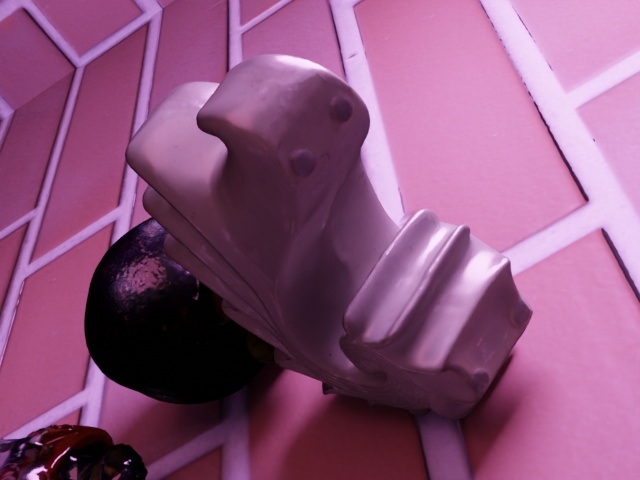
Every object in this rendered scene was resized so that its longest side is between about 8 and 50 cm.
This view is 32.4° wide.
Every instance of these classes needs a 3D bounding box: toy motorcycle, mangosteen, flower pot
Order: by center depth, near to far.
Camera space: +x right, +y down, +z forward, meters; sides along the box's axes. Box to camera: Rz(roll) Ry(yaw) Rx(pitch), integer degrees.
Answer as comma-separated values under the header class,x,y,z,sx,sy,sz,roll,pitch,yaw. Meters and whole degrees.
class,x,y,z,sx,sy,sz,roll,pitch,yaw
flower pot,0.000,0.000,0.947,0.254,0.367,0.164,3,53,53
mangosteen,-0.126,0.069,1.161,0.243,0.243,0.243,-29,30,18
toy motorcycle,-0.363,0.314,1.163,0.401,0.134,0.207,-37,28,0
